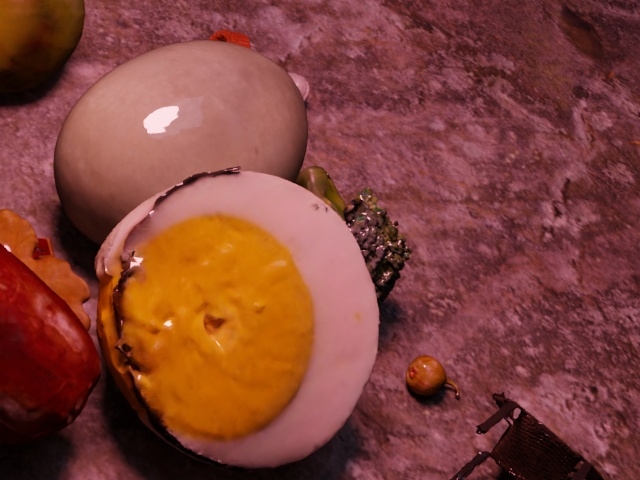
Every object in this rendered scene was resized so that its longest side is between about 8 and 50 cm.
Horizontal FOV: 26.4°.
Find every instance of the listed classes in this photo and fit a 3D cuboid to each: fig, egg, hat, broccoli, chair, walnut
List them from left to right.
[{"bbox_3d":[-0.356,0.084,1.408,0.269,0.222,0.244,34,47,-16],"label":"walnut"},{"bbox_3d":[-0.405,-0.290,1.787,0.230,0.207,0.207,31,24,-55],"label":"fig"},{"bbox_3d":[-0.167,-0.113,1.672,0.258,0.258,0.352,43,41,17],"label":"egg"},{"bbox_3d":[-0.111,0.081,1.529,0.337,0.337,0.201,-2,4,-26],"label":"egg"},{"bbox_3d":[-0.093,-0.236,1.988,0.162,0.093,0.112,25,47,-31],"label":"hat"},{"bbox_3d":[-0.014,0.012,1.753,0.198,0.177,0.275,-36,33,-12],"label":"broccoli"},{"bbox_3d":[0.143,0.175,1.709,0.083,0.050,0.050,26,36,-34],"label":"fig"},{"bbox_3d":[0.251,0.259,1.607,0.174,0.149,0.213,39,38,15],"label":"chair"}]

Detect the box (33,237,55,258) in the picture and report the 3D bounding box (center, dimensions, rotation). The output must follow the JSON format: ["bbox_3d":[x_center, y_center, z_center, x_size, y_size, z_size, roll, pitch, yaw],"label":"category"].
[{"bbox_3d":[-0.356,0.022,1.608,0.082,0.023,0.051,1,49,-28],"label":"box"}]
